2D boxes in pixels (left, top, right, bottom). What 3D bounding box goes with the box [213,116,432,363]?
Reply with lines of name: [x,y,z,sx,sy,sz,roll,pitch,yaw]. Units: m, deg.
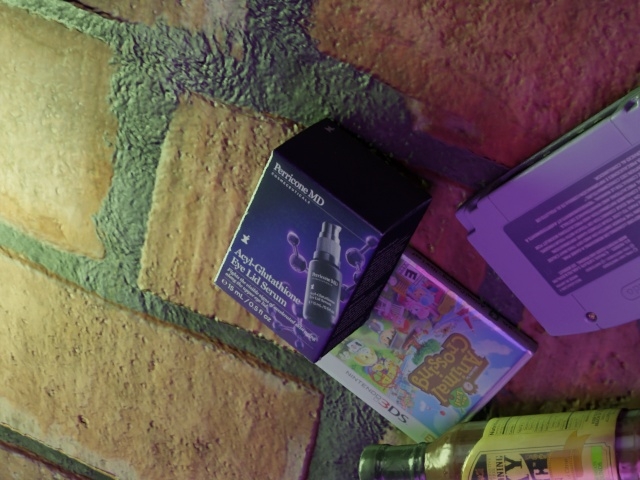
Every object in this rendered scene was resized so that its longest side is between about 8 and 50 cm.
box: [0.000,0.000,1.656,0.153,0.108,0.207,37,130,15]

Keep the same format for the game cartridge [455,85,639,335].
game cartridge: [0.292,-0.020,1.528,0.198,0.062,0.297,46,136,-10]

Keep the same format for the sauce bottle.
sauce bottle: [0.211,0.251,1.713,0.344,0.111,0.111,-10,115,27]

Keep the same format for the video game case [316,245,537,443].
video game case: [0.111,0.126,1.750,0.193,0.023,0.212,38,129,0]
